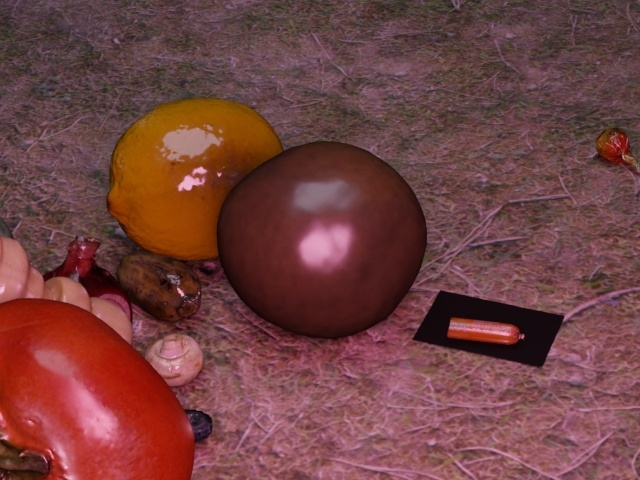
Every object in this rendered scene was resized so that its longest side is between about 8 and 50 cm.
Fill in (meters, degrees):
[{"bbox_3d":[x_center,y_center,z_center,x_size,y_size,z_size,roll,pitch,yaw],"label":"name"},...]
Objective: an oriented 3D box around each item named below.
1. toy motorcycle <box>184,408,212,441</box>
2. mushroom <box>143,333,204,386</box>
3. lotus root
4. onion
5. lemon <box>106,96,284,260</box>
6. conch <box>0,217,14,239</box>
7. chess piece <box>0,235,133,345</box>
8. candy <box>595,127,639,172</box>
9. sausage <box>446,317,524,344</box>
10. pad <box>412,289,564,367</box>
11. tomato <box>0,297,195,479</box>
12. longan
[{"bbox_3d":[-0.245,0.226,1.700,0.213,0.082,0.122,15,36,30],"label":"toy motorcycle"},{"bbox_3d":[-0.201,0.160,1.814,0.083,0.068,0.083,-2,26,1],"label":"mushroom"},{"bbox_3d":[-0.235,0.065,1.950,0.179,0.089,0.080,26,2,44],"label":"lotus root"},{"bbox_3d":[-0.346,0.082,1.835,0.135,0.198,0.173,7,16,26],"label":"onion"},{"bbox_3d":[-0.188,-0.093,2.038,0.284,0.260,0.260,-30,38,-6],"label":"lemon"},{"bbox_3d":[-0.536,0.033,1.996,0.176,0.122,0.188,38,51,22],"label":"conch"},{"bbox_3d":[-0.353,0.093,1.656,0.142,0.261,0.143,-30,43,34],"label":"chess piece"},{"bbox_3d":[0.535,-0.126,2.213,0.060,0.060,0.201,-21,44,-25],"label":"candy"},{"bbox_3d":[0.231,0.127,1.851,0.107,0.031,0.031,6,34,15],"label":"sausage"},{"bbox_3d":[0.239,0.124,1.888,0.190,0.004,0.127,12,36,21],"label":"pad"},{"bbox_3d":[-0.313,0.241,1.505,0.341,0.342,0.273,6,3,14],"label":"tomato"},{"bbox_3d":[-0.002,-0.004,1.865,0.297,0.297,0.297,-2,33,2],"label":"longan"}]
